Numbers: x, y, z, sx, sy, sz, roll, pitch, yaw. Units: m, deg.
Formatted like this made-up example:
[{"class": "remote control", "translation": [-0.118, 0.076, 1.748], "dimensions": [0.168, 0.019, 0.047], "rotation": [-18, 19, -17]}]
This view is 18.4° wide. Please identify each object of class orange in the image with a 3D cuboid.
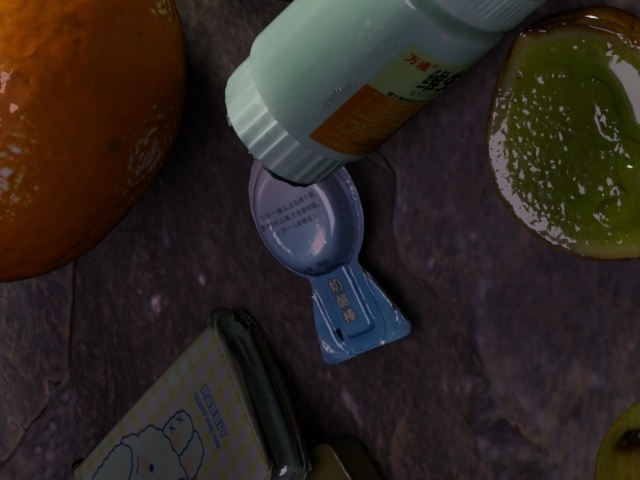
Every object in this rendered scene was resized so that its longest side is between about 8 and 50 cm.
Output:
[{"class": "orange", "translation": [-0.324, -0.170, 1.971], "dimensions": [0.424, 0.326, 0.424], "rotation": [0, 90, 36]}]

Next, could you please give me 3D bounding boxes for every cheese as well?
[{"class": "cheese", "translation": [0.000, 0.000, 1.971], "dimensions": [0.135, 0.052, 0.244], "rotation": [-24, 90, 39]}]

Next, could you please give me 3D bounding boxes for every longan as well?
[{"class": "longan", "translation": [0.329, 0.213, 1.766], "dimensions": [0.155, 0.145, 0.176], "rotation": [20, 158, 52]}]

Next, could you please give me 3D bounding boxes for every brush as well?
[{"class": "brush", "translation": [0.037, 0.307, 2.031], "dimensions": [0.123, 0.059, 0.197], "rotation": [-43, 78, 38]}]

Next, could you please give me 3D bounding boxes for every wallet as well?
[{"class": "wallet", "translation": [-0.143, 0.243, 2.096], "dimensions": [0.309, 0.077, 0.223], "rotation": [-48, 55, 35]}]

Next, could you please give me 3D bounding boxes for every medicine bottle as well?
[{"class": "medicine bottle", "translation": [0.057, -0.191, 1.808], "dimensions": [0.318, 0.158, 0.158], "rotation": [-39, 81, 37]}]

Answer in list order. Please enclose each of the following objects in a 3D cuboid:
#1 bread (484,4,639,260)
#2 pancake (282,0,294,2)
[{"class": "bread", "translation": [0.249, -0.095, 1.764], "dimensions": [0.236, 0.070, 0.236], "rotation": [11, 111, 32]}, {"class": "pancake", "translation": [-0.054, -0.314, 1.908], "dimensions": [0.257, 0.056, 0.212], "rotation": [51, 129, 5]}]
